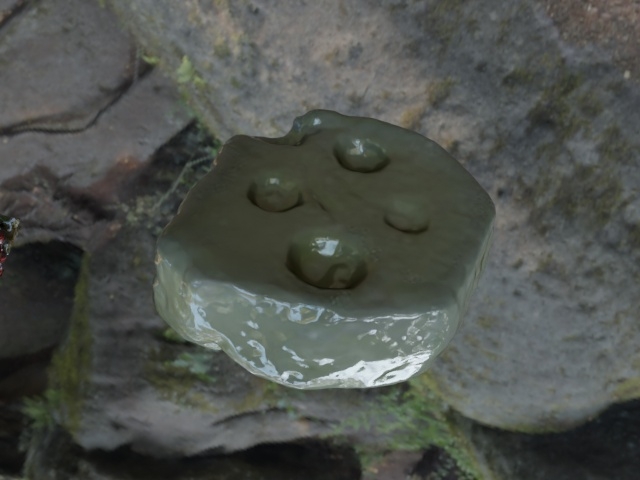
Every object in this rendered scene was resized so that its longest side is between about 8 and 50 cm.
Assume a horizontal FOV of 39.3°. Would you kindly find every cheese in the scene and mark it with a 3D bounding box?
[{"bbox_3d":[0.000,0.000,0.849,0.326,0.318,0.115,-10,134,-20],"label":"cheese"}]

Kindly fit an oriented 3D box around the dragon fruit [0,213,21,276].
[{"bbox_3d":[-0.511,0.012,1.180,0.209,0.172,0.172,10,153,-17],"label":"dragon fruit"}]
